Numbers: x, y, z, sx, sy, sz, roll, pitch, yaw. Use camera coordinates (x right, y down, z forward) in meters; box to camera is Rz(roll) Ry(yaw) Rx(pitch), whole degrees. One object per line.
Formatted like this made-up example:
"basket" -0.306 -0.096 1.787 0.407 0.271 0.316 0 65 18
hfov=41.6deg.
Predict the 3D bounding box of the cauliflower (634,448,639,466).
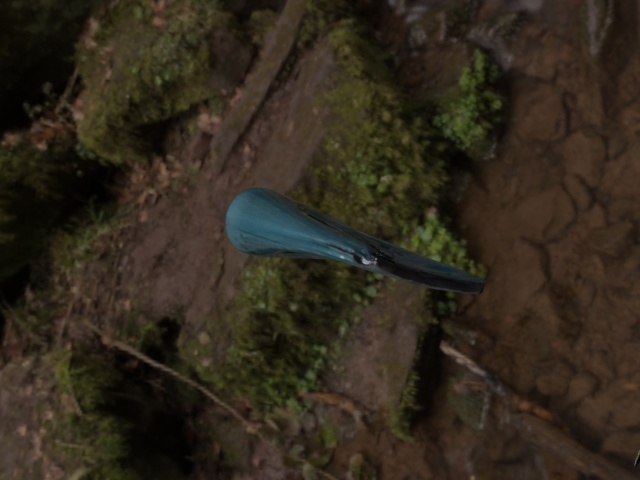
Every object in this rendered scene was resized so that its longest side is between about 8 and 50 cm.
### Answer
"cauliflower" 0.450 0.219 0.754 0.315 0.256 0.239 -3 40 43

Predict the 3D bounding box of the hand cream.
"hand cream" 0.000 0.000 0.516 0.224 0.083 0.048 17 92 57
